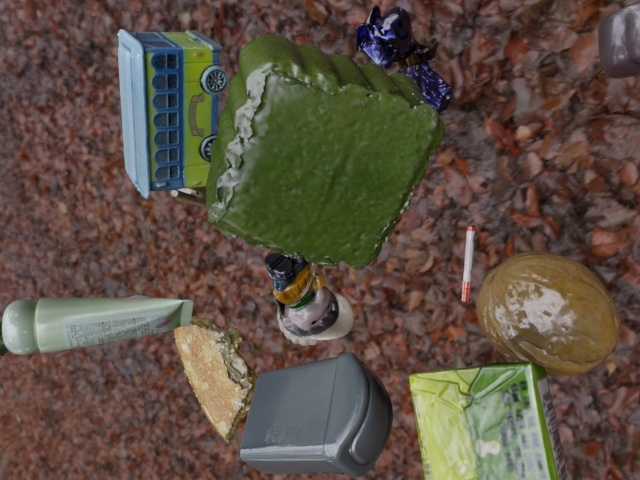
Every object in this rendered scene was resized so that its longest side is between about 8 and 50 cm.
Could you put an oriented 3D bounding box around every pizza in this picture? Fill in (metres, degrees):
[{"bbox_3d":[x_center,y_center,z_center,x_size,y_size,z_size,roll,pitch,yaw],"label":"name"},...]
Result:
[{"bbox_3d":[-0.227,0.289,1.307,0.223,0.089,0.324,-32,81,42],"label":"pizza"}]

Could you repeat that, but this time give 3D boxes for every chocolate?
[{"bbox_3d":[0.179,-0.394,1.220,0.148,0.343,0.126,-30,58,17],"label":"chocolate"},{"bbox_3d":[0.360,0.415,1.213,0.288,0.137,0.301,-18,73,40],"label":"chocolate"}]

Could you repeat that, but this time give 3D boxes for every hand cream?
[{"bbox_3d":[-0.380,0.142,0.998,0.147,0.305,0.093,119,146,-59],"label":"hand cream"}]

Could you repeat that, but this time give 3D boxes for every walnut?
[{"bbox_3d":[0.547,0.180,1.379,0.332,0.332,0.333,22,122,40],"label":"walnut"}]

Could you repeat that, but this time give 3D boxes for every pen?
[{"bbox_3d":[0.458,0.072,1.772,0.028,0.028,0.239,10,99,45],"label":"pen"}]

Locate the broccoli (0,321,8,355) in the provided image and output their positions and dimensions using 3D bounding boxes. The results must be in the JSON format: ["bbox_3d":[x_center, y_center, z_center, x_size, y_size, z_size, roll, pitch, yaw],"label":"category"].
[{"bbox_3d":[-0.761,0.200,1.067,0.235,0.288,0.260,-26,92,13],"label":"broccoli"}]

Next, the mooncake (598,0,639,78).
[{"bbox_3d":[0.739,-0.442,1.265,0.244,0.244,0.134,2,95,47],"label":"mooncake"}]

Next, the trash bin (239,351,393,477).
[{"bbox_3d":[-0.004,0.279,0.910,0.236,0.177,0.101,-17,135,30],"label":"trash bin"}]

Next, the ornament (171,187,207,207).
[{"bbox_3d":[-0.373,-0.154,1.560,0.230,0.245,0.061,29,94,28],"label":"ornament"}]

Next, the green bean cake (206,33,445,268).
[{"bbox_3d":[-0.002,-0.144,0.932,0.319,0.334,0.218,-63,25,28],"label":"green bean cake"}]

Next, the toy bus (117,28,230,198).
[{"bbox_3d":[-0.303,-0.258,1.168,0.152,0.190,0.312,42,134,44],"label":"toy bus"}]

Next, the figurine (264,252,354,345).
[{"bbox_3d":[-0.057,0.141,1.545,0.204,0.185,0.332,13,140,50],"label":"figurine"}]
